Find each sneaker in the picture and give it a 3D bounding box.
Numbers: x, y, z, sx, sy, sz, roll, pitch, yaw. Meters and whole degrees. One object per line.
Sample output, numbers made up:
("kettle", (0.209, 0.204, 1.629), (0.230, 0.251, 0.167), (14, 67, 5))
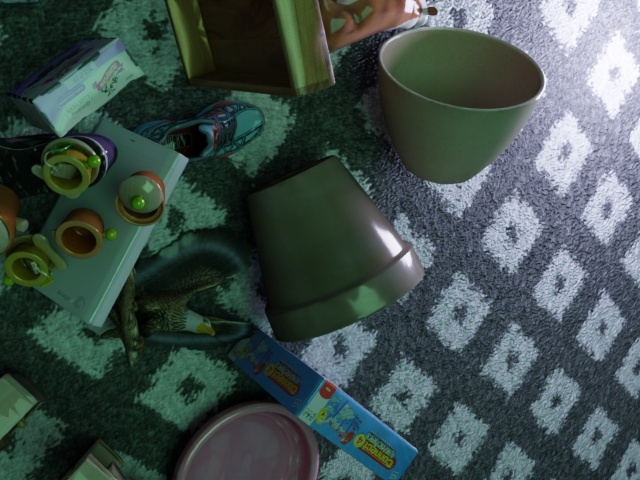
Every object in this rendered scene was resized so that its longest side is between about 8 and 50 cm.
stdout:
("sneaker", (-0.204, -0.182, 1.417), (0.261, 0.125, 0.104), (-22, 114, -26))
("sneaker", (-0.471, -0.123, 1.269), (0.283, 0.124, 0.107), (-2, 107, 1))

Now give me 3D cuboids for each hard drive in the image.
("hard drive", (-0.368, -0.036, 1.310), (0.308, 0.203, 0.040), (-63, 149, -4))

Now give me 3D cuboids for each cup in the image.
("cup", (0.265, -0.258, 1.612), (0.331, 0.331, 0.237), (-18, 138, -27))

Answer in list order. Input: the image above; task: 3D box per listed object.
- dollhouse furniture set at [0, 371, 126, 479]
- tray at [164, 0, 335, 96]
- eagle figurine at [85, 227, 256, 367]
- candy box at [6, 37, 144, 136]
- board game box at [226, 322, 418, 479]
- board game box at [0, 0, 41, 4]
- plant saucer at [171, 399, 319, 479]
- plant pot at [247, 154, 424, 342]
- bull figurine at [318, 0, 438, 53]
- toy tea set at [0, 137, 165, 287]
("dollhouse furniture set", (-0.457, 0.446, 1.292), (0.394, 0.362, 0.256), (44, 75, -3))
("tray", (-0.130, -0.347, 1.250), (0.076, 0.411, 0.203), (-24, 113, -26))
("eagle figurine", (-0.262, 0.123, 1.450), (0.226, 0.225, 0.298), (-45, 169, 31))
("candy box", (-0.392, -0.248, 1.240), (0.165, 0.196, 0.070), (-42, 120, -17))
("board game box", (-0.002, 0.322, 1.562), (0.302, 0.308, 0.086), (43, 80, -32))
("board game box", (-0.532, -0.481, 1.186), (0.165, 0.042, 0.243), (-15, 110, -29))
("plant saucer", (-0.162, 0.483, 1.636), (0.332, 0.084, 0.332), (-9, 107, -31))
("plant pot", (0.000, 0.000, 1.509), (0.323, 0.323, 0.281), (-29, 100, -23))
("bull figurine", (0.098, -0.482, 1.550), (0.310, 0.101, 0.189), (-30, 112, -25))
("toy tea set", (-0.396, -0.029, 1.172), (0.336, 0.124, 0.200), (-27, 122, 16))
